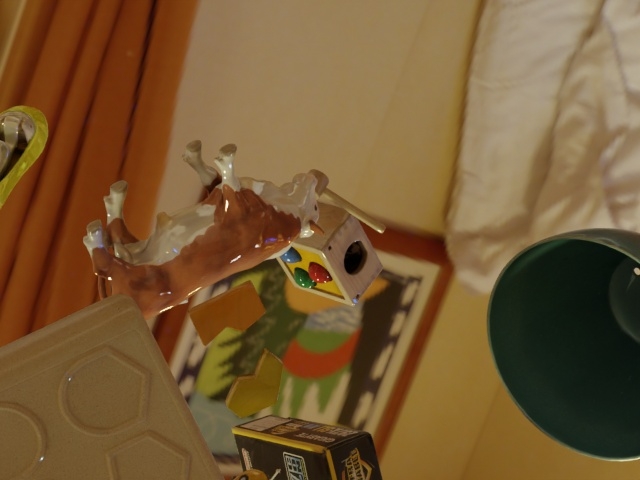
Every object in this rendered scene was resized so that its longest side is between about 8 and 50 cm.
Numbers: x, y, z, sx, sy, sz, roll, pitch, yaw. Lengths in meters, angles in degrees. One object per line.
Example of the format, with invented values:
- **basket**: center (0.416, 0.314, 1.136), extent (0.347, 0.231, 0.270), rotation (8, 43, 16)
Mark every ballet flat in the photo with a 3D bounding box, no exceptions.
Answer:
- **ballet flat**: center (-0.428, -0.122, 1.611), extent (0.077, 0.077, 0.231), rotation (16, -131, 2)

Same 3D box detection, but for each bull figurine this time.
- **bull figurine**: center (-0.140, -0.017, 1.445), extent (0.101, 0.310, 0.188), rotation (45, 165, 55)

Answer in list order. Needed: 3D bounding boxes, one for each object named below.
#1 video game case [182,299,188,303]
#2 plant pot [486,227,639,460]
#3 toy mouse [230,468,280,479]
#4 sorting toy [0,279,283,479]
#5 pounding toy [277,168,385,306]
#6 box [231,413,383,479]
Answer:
- **video game case**: center (-0.259, 0.053, 1.921), extent (0.087, 0.122, 0.011), rotation (-12, 150, 10)
- **plant pot**: center (0.386, 0.105, 1.510), extent (0.290, 0.290, 0.195), rotation (26, -146, 33)
- **toy mouse**: center (-0.065, 0.330, 1.453), extent (0.143, 0.161, 0.031), rotation (48, -145, -27)
- **sorting toy**: center (-0.169, 0.166, 1.034), extent (0.307, 0.229, 0.041), rotation (-25, -167, -6)
- **pounding toy**: center (0.004, -0.002, 1.720), extent (0.181, 0.094, 0.206), rotation (16, 148, 41)
- **box**: center (0.006, 0.400, 1.566), extent (0.079, 0.322, 0.257), rotation (-17, -173, -32)
